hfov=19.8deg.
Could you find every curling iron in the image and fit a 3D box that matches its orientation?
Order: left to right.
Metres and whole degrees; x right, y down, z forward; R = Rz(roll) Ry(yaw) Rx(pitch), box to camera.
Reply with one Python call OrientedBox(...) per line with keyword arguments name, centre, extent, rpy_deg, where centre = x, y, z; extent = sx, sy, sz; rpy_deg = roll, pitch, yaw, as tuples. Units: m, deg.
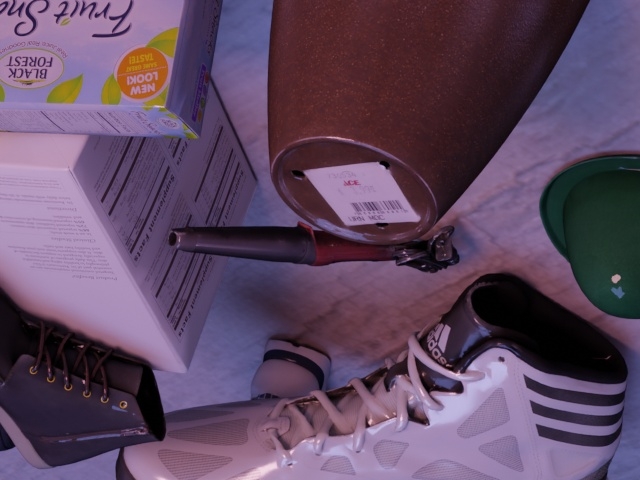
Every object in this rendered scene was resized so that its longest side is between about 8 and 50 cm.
OrientedBox(name="curling iron", centre=(0.000, 0.000, 1.464), extent=(0.274, 0.035, 0.068), rpy_deg=(4, 164, -33))

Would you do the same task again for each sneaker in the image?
OrientedBox(name="sneaker", centre=(-0.208, 0.088, 1.419), extent=(0.118, 0.083, 0.222), rpy_deg=(-12, 136, 18))
OrientedBox(name="sneaker", centre=(-0.034, 0.192, 1.830), extent=(0.090, 0.094, 0.235), rpy_deg=(9, 148, 15))
OrientedBox(name="sneaker", centre=(0.050, 0.129, 1.586), extent=(0.448, 0.169, 0.257), rpy_deg=(0, 128, -8))

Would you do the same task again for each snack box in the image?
OrientedBox(name="snack box", centre=(-0.174, -0.163, 1.268), extent=(0.207, 0.174, 0.070), rpy_deg=(4, 165, 21))

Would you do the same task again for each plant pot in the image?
OrientedBox(name="plant pot", centre=(0.054, -0.119, 1.174), extent=(0.215, 0.230, 0.215), rpy_deg=(14, 148, 9))

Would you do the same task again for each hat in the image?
OrientedBox(name="hat", centre=(0.229, 0.053, 1.384), extent=(0.173, 0.183, 0.208), rpy_deg=(8, 147, 19))

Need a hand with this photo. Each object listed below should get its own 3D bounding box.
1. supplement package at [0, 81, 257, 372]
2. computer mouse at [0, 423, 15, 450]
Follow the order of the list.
OrientedBox(name="supplement package", centre=(-0.201, -0.055, 1.442), extent=(0.199, 0.198, 0.262), rpy_deg=(5, 145, 22))
OrientedBox(name="computer mouse", centre=(-0.426, 0.164, 2.033), extent=(0.184, 0.060, 0.262), rpy_deg=(13, 147, 10))
